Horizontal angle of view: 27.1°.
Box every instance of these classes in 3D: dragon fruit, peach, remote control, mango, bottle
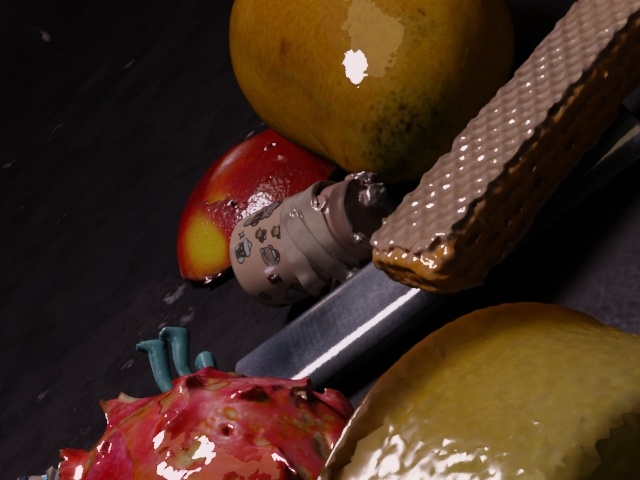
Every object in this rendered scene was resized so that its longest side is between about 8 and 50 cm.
[{"bbox_3d":[-0.039,0.175,0.790,0.268,0.210,0.205,-11,77,52],"label":"dragon fruit"},{"bbox_3d":[-0.055,-0.070,1.397,0.189,0.068,0.279,2,47,54],"label":"peach"},{"bbox_3d":[0.092,0.017,1.051,0.377,0.044,0.107,-37,29,8],"label":"remote control"},{"bbox_3d":[0.050,-0.186,1.265,0.264,0.221,0.378,-33,34,4],"label":"mango"},{"bbox_3d":[-0.001,-0.001,1.151,0.152,0.099,0.099,-23,29,42],"label":"bottle"}]

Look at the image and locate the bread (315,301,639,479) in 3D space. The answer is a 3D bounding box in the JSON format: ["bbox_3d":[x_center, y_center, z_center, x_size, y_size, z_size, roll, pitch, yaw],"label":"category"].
[{"bbox_3d":[0.108,0.159,0.522,0.270,0.270,0.148,-50,31,-21],"label":"bread"}]

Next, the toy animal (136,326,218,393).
[{"bbox_3d":[-0.106,0.169,1.004,0.103,0.100,0.208,108,164,-54],"label":"toy animal"}]

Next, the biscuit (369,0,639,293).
[{"bbox_3d":[0.183,-0.107,1.006,0.378,0.054,0.094,-48,25,-16],"label":"biscuit"}]

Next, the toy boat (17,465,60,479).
[{"bbox_3d":[-0.248,0.281,1.083,0.210,0.066,0.084,-89,18,-48],"label":"toy boat"}]

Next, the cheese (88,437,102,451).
[{"bbox_3d":[-0.182,0.226,1.103,0.086,0.036,0.162,-19,32,35],"label":"cheese"}]
